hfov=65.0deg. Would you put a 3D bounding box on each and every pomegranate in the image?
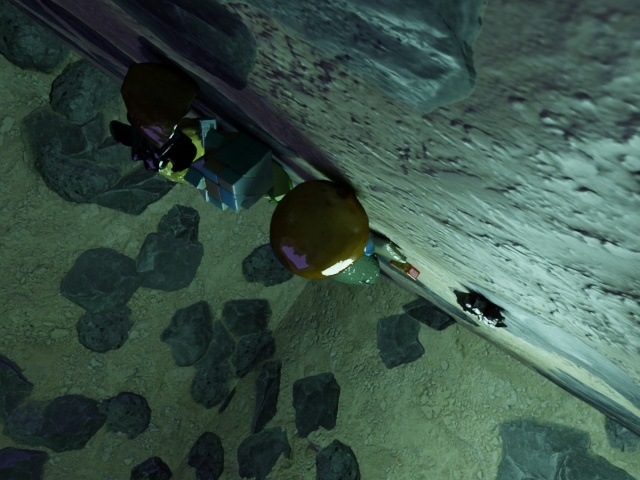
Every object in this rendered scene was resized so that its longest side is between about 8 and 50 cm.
[{"bbox_3d":[-0.003,-0.033,1.272,0.264,0.264,0.264,35,178,1],"label":"pomegranate"}]

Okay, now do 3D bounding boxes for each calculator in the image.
[{"bbox_3d":[-0.380,-0.363,1.703,0.172,0.057,0.018,115,144,-65],"label":"calculator"}]

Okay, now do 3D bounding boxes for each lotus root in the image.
[{"bbox_3d":[-0.431,-0.359,1.299,0.180,0.199,0.188,31,173,-22],"label":"lotus root"}]

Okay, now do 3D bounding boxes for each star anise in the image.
[{"bbox_3d":[0.499,0.220,1.546,0.182,0.065,0.195,34,174,-20],"label":"star anise"}]

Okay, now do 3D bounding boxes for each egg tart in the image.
[{"bbox_3d":[-0.470,-0.344,1.887,0.345,0.346,0.132,38,-144,-54],"label":"egg tart"}]

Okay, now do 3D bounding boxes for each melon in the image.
[{"bbox_3d":[-0.172,-0.214,1.728,0.209,0.118,0.064,47,-165,18],"label":"melon"}]

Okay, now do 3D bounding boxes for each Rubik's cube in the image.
[{"bbox_3d":[-0.272,-0.229,1.531,0.213,0.265,0.224,33,150,17],"label":"Rubik's cube"}]

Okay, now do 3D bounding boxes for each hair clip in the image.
[{"bbox_3d":[-0.499,-0.336,1.538,0.194,0.207,0.310,44,-155,-56],"label":"hair clip"}]

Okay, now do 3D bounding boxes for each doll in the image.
[{"bbox_3d":[0.140,0.091,2.407,0.350,0.247,0.247,29,-179,-32],"label":"doll"}]

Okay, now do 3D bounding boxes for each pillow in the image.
[{"bbox_3d":[0.210,0.019,1.752,0.119,0.053,0.208,34,175,-25],"label":"pillow"}]

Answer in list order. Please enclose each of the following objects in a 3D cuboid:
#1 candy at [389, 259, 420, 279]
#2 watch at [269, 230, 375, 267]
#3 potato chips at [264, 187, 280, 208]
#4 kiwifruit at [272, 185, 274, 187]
[{"bbox_3d":[0.333,0.107,1.984,0.062,0.038,0.122,37,177,-34],"label":"candy"},{"bbox_3d":[0.000,0.000,1.593,0.305,0.274,0.241,40,178,2],"label":"watch"},{"bbox_3d":[-0.308,-0.292,2.331,0.373,0.097,0.389,41,-177,38],"label":"potato chips"},{"bbox_3d":[-0.180,-0.236,1.897,0.125,0.075,0.075,27,173,46],"label":"kiwifruit"}]
